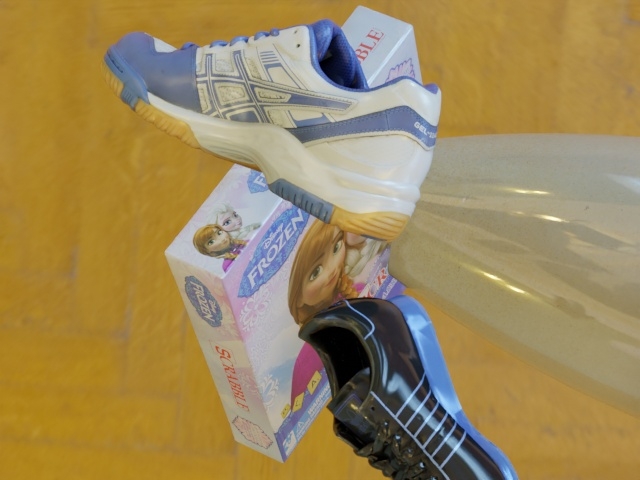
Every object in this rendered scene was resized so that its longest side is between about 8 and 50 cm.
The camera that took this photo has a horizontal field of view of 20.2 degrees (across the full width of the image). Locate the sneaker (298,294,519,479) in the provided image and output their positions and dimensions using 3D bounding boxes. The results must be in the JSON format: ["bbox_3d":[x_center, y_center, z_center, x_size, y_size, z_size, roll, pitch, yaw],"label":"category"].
[{"bbox_3d":[0.061,0.141,1.238,0.081,0.090,0.232,-55,53,42],"label":"sneaker"}]

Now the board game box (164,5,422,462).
[{"bbox_3d":[0.000,0.000,1.691,0.066,0.318,0.319,23,62,25],"label":"board game box"}]

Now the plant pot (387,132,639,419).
[{"bbox_3d":[0.207,0.008,1.596,0.274,0.256,0.257,15,99,7],"label":"plant pot"}]

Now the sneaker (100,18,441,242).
[{"bbox_3d":[-0.032,-0.111,1.339,0.296,0.112,0.131,28,99,29],"label":"sneaker"}]
